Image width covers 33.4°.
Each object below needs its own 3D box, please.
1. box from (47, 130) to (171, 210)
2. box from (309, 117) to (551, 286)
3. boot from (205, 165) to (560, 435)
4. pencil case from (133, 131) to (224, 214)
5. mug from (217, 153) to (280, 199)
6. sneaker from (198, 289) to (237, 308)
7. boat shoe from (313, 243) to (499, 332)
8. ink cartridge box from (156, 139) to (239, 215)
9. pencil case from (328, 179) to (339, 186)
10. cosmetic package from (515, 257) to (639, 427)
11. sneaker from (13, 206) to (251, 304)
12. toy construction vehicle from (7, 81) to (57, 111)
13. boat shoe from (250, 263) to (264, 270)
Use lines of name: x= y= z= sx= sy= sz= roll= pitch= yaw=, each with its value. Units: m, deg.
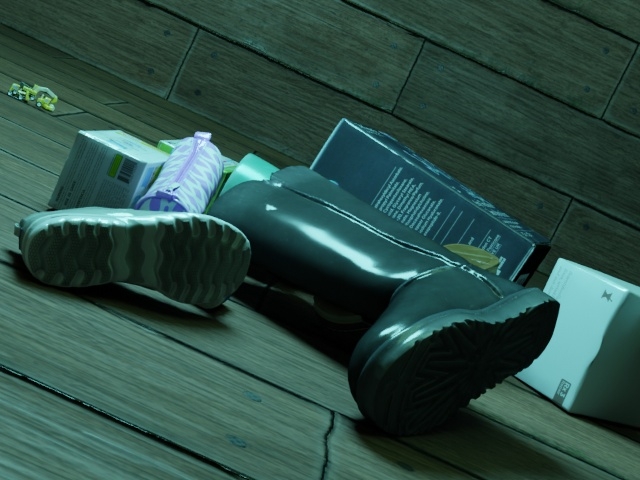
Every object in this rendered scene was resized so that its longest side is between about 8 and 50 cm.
box: x=-0.284 y=-0.084 z=1.495 sx=0.103 sy=0.114 sz=0.203 roll=25 pitch=8 yaw=2
box: x=0.180 y=-0.017 z=1.904 sx=0.395 sy=0.212 sz=0.293 roll=35 pitch=10 yaw=14
boot: x=0.018 y=0.045 z=1.324 sx=0.445 sy=0.146 sz=0.367 roll=32 pitch=24 yaw=32
pencil case: x=-0.187 y=-0.068 z=1.422 sx=0.086 sy=0.088 sz=0.206 roll=5 pitch=27 yaw=5
mug: x=-0.104 y=-0.081 z=1.854 sx=0.097 sy=0.157 sz=0.129 roll=31 pitch=-27 yaw=6
sneaker: x=-0.170 y=0.027 z=1.328 sx=0.152 sy=0.058 sz=0.084 roll=31 pitch=15 yaw=11
boat shoe: x=0.128 y=0.097 z=1.562 sx=0.342 sy=0.123 sz=0.123 roll=-15 pitch=33 yaw=-43
ink cartridge box: x=-0.277 y=-0.138 z=1.896 sx=0.255 sy=0.097 sz=0.189 roll=26 pitch=9 yaw=4
pencil case: x=0.022 y=-0.016 z=1.593 sx=0.070 sy=0.064 sz=0.151 roll=-4 pitch=53 yaw=-28
cosmetic package: x=0.516 y=0.187 z=1.776 sx=0.385 sy=0.217 sz=0.156 roll=20 pitch=8 yaw=-38
sneaker: x=-0.206 y=-0.001 z=1.201 sx=0.281 sy=0.105 sz=0.115 roll=10 pitch=12 yaw=-37
toy construction vehicle: x=-0.594 y=-0.304 z=2.212 sx=0.098 sy=0.035 sz=0.086 roll=22 pitch=9 yaw=-17
boat shoe: x=-0.007 y=0.028 z=1.660 sx=0.301 sy=0.108 sz=0.102 roll=22 pitch=39 yaw=-41
